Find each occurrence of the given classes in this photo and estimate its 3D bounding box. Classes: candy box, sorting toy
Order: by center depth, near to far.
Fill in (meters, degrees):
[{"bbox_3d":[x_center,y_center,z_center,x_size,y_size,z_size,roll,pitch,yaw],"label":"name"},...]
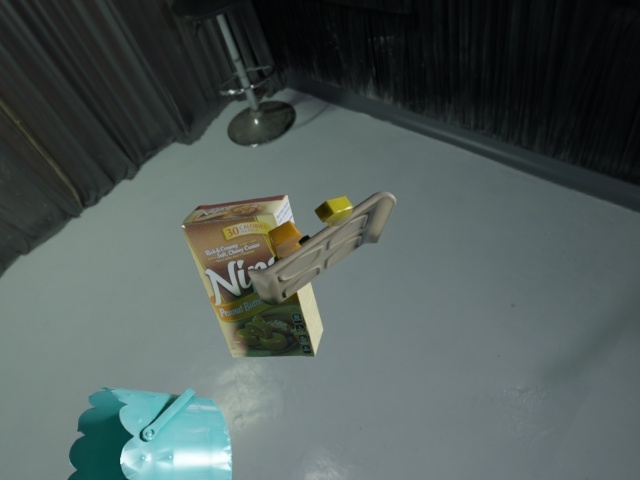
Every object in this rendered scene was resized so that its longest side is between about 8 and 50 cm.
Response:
[{"bbox_3d":[0.000,0.000,0.680,0.229,0.307,0.041,-31,75,-11],"label":"sorting toy"},{"bbox_3d":[-0.120,0.079,0.898,0.183,0.316,0.087,-6,29,16],"label":"candy box"}]

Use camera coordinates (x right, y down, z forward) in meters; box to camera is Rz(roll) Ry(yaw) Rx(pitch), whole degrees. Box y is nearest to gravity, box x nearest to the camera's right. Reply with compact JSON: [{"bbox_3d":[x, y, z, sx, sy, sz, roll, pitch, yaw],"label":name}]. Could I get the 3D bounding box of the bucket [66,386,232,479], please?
[{"bbox_3d":[-0.283,0.374,0.759,0.281,0.183,0.280,-22,60,45],"label":"bucket"}]
